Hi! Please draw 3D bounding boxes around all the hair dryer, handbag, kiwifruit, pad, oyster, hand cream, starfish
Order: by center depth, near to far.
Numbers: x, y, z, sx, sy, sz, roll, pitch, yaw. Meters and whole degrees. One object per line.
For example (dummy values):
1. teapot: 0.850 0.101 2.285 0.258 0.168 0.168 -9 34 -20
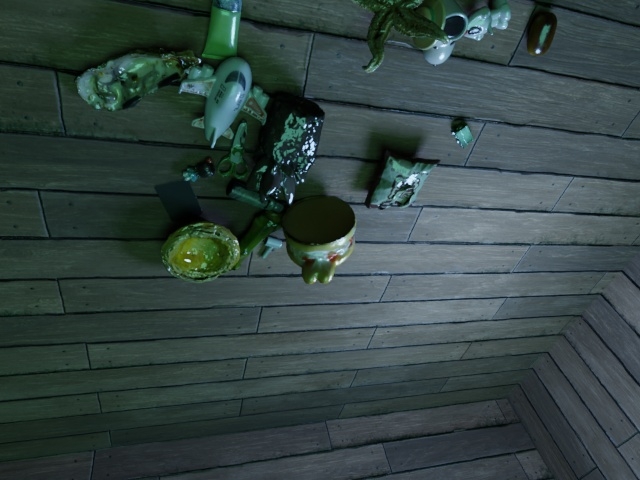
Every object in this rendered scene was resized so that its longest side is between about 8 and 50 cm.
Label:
1. hand cream: -0.248 -0.548 1.124 0.095 0.046 0.175 -1 140 -23
2. starfish: 0.188 -0.615 1.129 0.326 0.094 0.376 15 94 6
3. oyster: -0.469 -0.426 1.139 0.344 0.079 0.129 -16 127 8
4. kiwifruit: 0.671 -0.626 1.333 0.075 0.075 0.125 -11 130 -8
5. pad: -0.469 -0.132 1.462 0.112 0.003 0.157 -14 134 -4
6. handbag: 0.285 -0.207 1.554 0.212 0.127 0.235 1 133 -21
7. hair dryer: -0.204 0.033 1.685 0.063 0.038 0.124 18 131 -29

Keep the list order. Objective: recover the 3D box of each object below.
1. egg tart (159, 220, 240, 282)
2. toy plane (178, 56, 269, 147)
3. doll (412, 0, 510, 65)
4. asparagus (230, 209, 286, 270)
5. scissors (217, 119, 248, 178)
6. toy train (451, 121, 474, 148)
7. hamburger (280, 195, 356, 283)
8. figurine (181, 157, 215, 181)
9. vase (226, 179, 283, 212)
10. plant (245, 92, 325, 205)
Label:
1. egg tart: -0.423 0.032 1.548 0.287 0.118 0.288 -10 134 -10
2. toy plane: -0.265 -0.385 1.218 0.251 0.118 0.252 -10 132 -11
3. doll: 0.384 -0.617 1.219 0.271 0.144 0.208 -28 155 13
4. asparagus: -0.256 0.002 1.607 0.343 0.082 0.085 -42 166 22
5. scissors: -0.262 -0.284 1.373 0.100 0.027 0.205 2 133 -24
6. toy train: 0.498 -0.369 1.536 0.056 0.038 0.093 -36 132 13
7. hamburger: 0.000 0.000 1.530 0.260 0.303 0.187 -7 130 -4
8. figurine: -0.384 -0.220 1.383 0.105 0.047 0.060 -15 99 6
9. vase: -0.216 -0.144 1.496 0.211 0.060 0.060 20 123 -33
10. plant: -0.106 -0.264 1.328 0.181 0.194 0.321 9 125 -20
